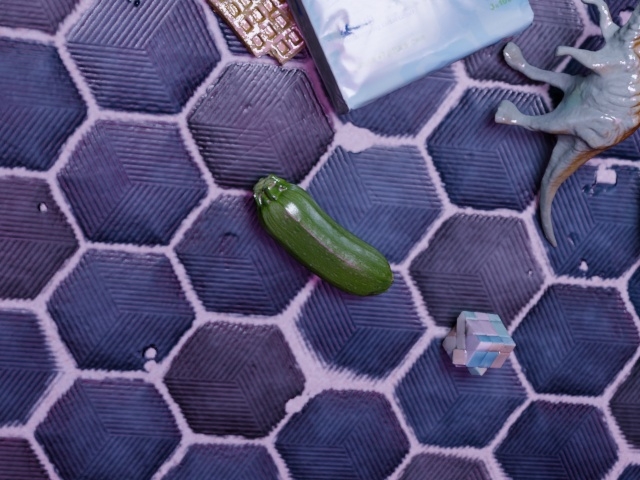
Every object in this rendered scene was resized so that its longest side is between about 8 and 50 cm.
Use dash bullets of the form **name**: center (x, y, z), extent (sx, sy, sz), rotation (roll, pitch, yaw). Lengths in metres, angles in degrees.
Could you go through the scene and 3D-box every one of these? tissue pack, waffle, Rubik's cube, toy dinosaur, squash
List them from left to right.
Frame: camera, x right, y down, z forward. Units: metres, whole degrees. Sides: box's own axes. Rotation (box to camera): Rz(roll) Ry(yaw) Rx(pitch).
- **waffle**: center (-0.070, -0.278, 1.502), extent (0.092, 0.021, 0.135), rotation (-40, 105, -1)
- **squash**: center (0.000, 0.000, 1.553), extent (0.219, 0.068, 0.077), rotation (41, 109, -17)
- **tissue pack**: center (0.109, -0.284, 1.485), extent (0.263, 0.089, 0.177), rotation (-26, 99, -10)
- **Rubik's cube**: center (0.204, 0.137, 1.622), extent (0.075, 0.084, 0.073), rotation (16, 121, -16)
- **toy dinosaur**: center (0.309, -0.154, 1.526), extent (0.206, 0.092, 0.392), rotation (16, 117, 24)
